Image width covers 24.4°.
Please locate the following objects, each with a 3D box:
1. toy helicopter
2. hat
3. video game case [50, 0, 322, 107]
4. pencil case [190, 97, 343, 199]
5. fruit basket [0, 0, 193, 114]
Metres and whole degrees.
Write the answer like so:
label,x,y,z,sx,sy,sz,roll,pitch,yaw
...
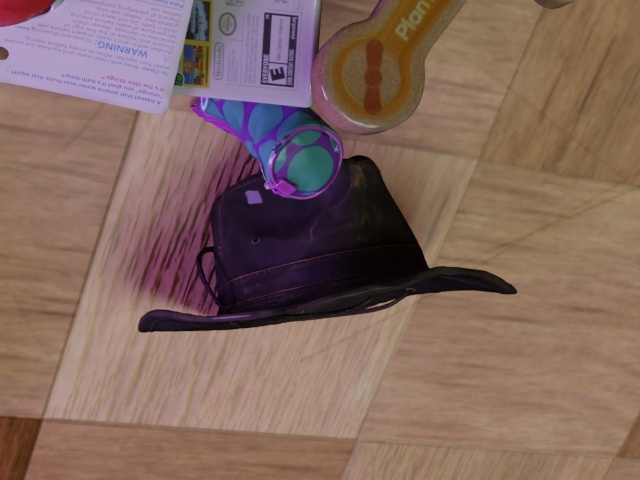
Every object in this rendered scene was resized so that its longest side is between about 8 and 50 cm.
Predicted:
label,x,y,z,sx,sy,sz,roll,pitch,yaw
toy helicopter,0.095,-0.239,1.119,0.235,0.140,0.355,37,75,-13
hat,0.000,0.000,1.248,0.331,0.331,0.134,-4,84,-20
video game case,-0.099,-0.217,1.103,0.206,0.026,0.227,6,117,3
pencil case,-0.044,-0.093,1.193,0.070,0.151,0.064,-41,131,-2
fruit basket,-0.230,-0.257,1.011,0.327,0.165,0.353,10,138,-10
